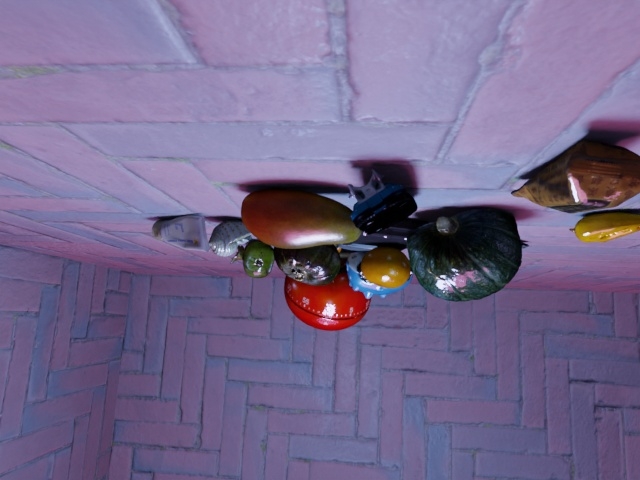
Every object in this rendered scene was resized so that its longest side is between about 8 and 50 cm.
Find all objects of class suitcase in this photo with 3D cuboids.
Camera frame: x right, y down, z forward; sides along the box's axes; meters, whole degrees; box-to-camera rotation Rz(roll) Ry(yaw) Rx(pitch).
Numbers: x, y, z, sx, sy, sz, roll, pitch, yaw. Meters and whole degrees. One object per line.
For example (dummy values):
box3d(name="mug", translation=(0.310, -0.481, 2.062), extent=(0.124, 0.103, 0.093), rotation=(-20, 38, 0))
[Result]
box3d(name="suitcase", translation=(0.167, -0.023, 1.405), extent=(0.285, 0.066, 0.206), rotation=(6, 170, -17))

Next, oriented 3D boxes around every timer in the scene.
box3d(name="timer", translation=(0.032, 0.210, 1.975), extent=(0.377, 0.280, 0.378), rotation=(11, -152, -6))

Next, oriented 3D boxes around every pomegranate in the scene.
box3d(name="pomegranate", translation=(-0.276, 0.066, 1.874), extent=(0.191, 0.152, 0.131), rotation=(21, -174, 28))

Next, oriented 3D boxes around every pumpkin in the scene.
box3d(name="pumpkin", translation=(0.392, 0.056, 1.251), extent=(0.292, 0.197, 0.263), rotation=(-24, 150, 31))
box3d(name="pumpkin", translation=(-0.049, 0.059, 1.530), extent=(0.237, 0.159, 0.238), rotation=(27, 156, 13))

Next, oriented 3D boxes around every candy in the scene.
box3d(name="candy", translation=(0.446, -0.097, 0.815), extent=(0.143, 0.101, 0.271), rotation=(8, 176, 5))

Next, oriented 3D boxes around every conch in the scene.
box3d(name="conch", translation=(-0.282, -0.016, 1.469), extent=(0.153, 0.102, 0.135), rotation=(-41, -168, -34))

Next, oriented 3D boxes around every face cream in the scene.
box3d(name="face cream", translation=(-0.439, -0.027, 1.472), extent=(0.223, 0.114, 0.070), rotation=(6, -160, 35))

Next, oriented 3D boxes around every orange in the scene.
box3d(name="orange", translation=(0.203, 0.080, 1.445), extent=(0.156, 0.124, 0.156), rotation=(20, 168, 5))

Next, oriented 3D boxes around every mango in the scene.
box3d(name="mango", translation=(-0.050, -0.052, 1.093), extent=(0.288, 0.146, 0.129), rotation=(0, -148, 12))
box3d(name="mango", translation=(0.732, -0.038, 1.170), extent=(0.187, 0.066, 0.101), rotation=(-10, 157, 33))

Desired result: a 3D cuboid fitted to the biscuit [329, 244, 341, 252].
box3d(name="biscuit", translation=(0.019, 0.059, 1.732), extent=(0.170, 0.050, 0.170), rotation=(-31, 169, -7))

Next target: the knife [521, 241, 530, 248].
box3d(name="knife", translation=(0.593, -0.002, 1.533), extent=(0.296, 0.026, 0.044), rotation=(13, 163, -35))

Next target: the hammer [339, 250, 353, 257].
box3d(name="hammer", translation=(0.089, 0.055, 1.902), extent=(0.365, 0.044, 0.111), rotation=(1, 135, -32))

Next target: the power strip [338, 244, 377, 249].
box3d(name="power strip", translation=(0.176, 0.006, 1.614), extent=(0.253, 0.054, 0.167), rotation=(5, 173, -11))

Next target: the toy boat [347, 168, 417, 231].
box3d(name="toy boat", translation=(0.132, -0.085, 1.026), extent=(0.134, 0.092, 0.299), rotation=(-30, 171, 9))

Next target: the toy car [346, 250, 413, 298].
box3d(name="toy car", translation=(0.216, 0.125, 1.743), extent=(0.254, 0.190, 0.189), rotation=(2, -154, -11))
